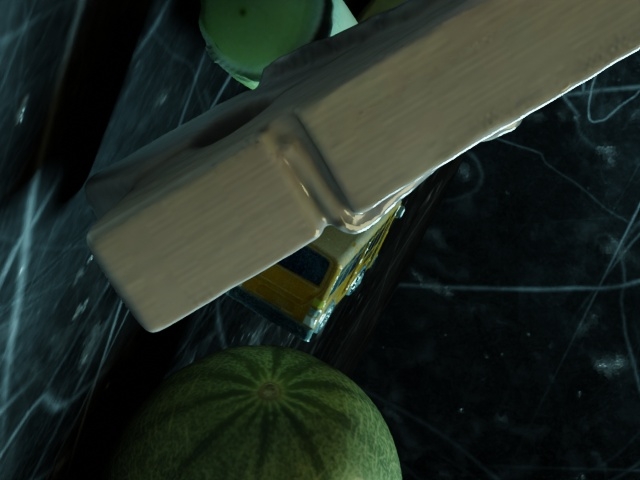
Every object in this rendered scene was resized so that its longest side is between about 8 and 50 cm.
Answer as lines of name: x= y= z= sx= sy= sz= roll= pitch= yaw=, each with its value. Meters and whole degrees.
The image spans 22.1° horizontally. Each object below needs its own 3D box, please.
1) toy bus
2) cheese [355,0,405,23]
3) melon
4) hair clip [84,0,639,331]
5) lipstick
toy bus: x=0.000 y=0.000 z=1.436 sx=0.103 sy=0.091 sz=0.182 roll=-65 pitch=171 yaw=28
cheese: x=0.048 y=-0.110 z=1.346 sx=0.175 sy=0.091 sz=0.202 roll=-56 pitch=173 yaw=-39
melon: x=-0.056 y=0.213 z=1.263 sx=0.237 sy=0.237 sz=0.301 roll=-54 pitch=165 yaw=-46
hair clip: x=0.041 y=-0.069 z=0.795 sx=0.331 sy=0.085 sz=0.101 roll=-32 pitch=-157 yaw=3
lipstick: x=-0.009 y=-0.114 z=0.980 sx=0.076 sy=0.076 sz=0.304 roll=-62 pitch=173 yaw=4
